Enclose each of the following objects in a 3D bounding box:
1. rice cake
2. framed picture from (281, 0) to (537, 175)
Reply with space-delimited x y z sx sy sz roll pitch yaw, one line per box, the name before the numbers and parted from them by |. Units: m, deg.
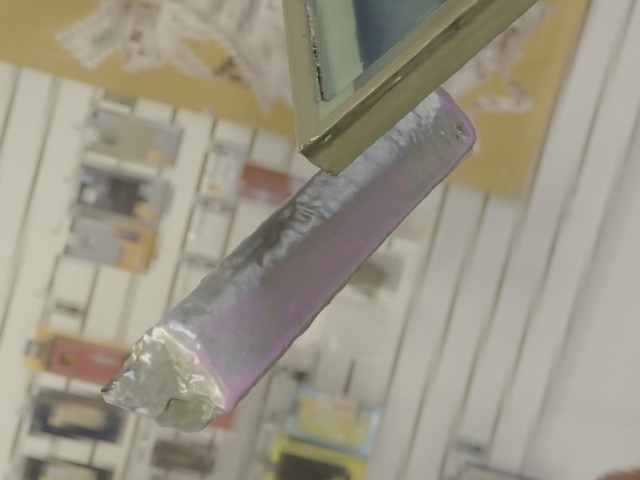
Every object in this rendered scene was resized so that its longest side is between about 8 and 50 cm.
rice cake | 0.000 -0.001 1.213 0.064 0.070 0.399 -46 0 41
framed picture | 0.089 -0.279 1.075 0.326 0.028 0.446 -40 35 26
